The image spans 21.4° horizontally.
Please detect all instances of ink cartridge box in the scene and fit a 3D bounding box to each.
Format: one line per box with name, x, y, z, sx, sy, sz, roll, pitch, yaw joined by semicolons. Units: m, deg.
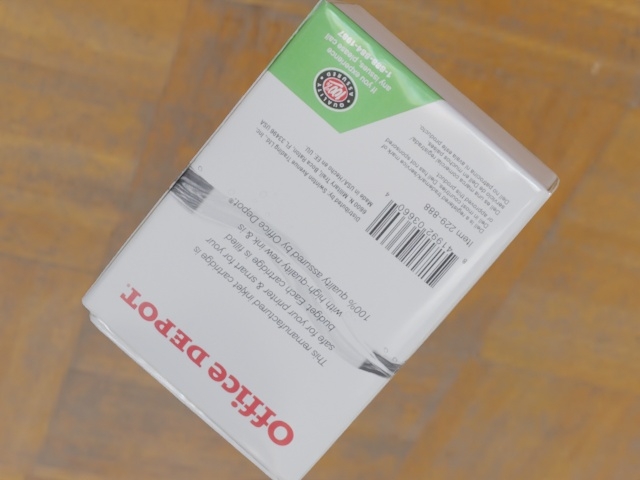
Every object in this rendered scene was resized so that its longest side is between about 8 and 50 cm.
ink cartridge box;0.000;0.000;1.239;0.211;0.121;0.289;42;103;4
